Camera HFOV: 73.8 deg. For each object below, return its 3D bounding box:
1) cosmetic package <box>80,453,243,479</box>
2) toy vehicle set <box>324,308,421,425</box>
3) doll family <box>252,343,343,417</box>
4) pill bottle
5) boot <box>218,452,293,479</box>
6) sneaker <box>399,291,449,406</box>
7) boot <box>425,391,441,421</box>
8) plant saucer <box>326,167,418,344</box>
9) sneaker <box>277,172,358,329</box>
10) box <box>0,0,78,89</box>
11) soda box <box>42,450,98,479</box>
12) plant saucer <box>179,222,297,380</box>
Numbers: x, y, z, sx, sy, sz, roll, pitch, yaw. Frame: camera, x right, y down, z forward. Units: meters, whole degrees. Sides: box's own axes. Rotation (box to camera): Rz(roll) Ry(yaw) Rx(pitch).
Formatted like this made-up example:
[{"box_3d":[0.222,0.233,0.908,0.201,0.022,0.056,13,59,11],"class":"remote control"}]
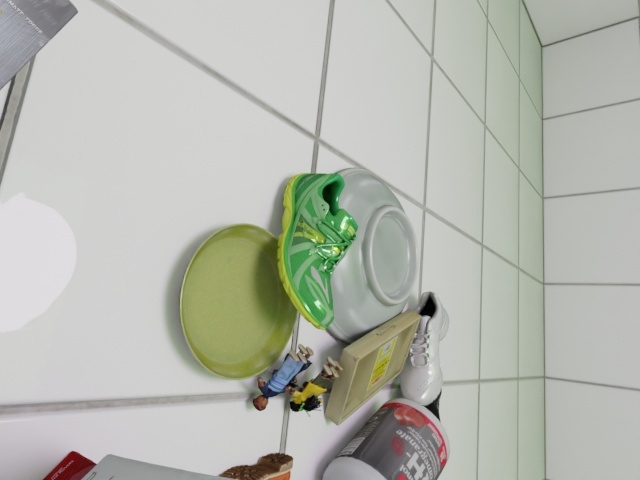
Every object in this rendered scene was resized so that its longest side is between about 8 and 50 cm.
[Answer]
[{"box_3d":[-0.143,0.397,0.224,0.328,0.329,0.393,56,46,-7],"class":"cosmetic package"},{"box_3d":[0.119,0.260,0.909,0.266,0.035,0.166,-14,124,-50],"class":"toy vehicle set"},{"box_3d":[-0.040,0.247,0.732,0.111,0.076,0.193,-47,125,7],"class":"doll family"},{"box_3d":[0.113,0.466,0.828,0.318,0.176,0.177,-24,105,-49],"class":"pill bottle"},{"box_3d":[-0.104,0.396,0.665,0.157,0.059,0.085,16,79,-50],"class":"boot"},{"box_3d":[0.248,0.259,1.058,0.129,0.110,0.297,63,35,-42],"class":"sneaker"},{"box_3d":[0.246,0.463,1.071,0.236,0.085,0.179,-55,155,-68],"class":"boot"},{"box_3d":[0.126,0.033,0.943,0.400,0.100,0.401,7,81,-51],"class":"plant saucer"},{"box_3d":[0.000,0.000,0.722,0.109,0.123,0.296,43,39,-55],"class":"sneaker"},{"box_3d":[-0.306,-0.105,0.318,0.056,0.230,0.183,47,54,-42],"class":"box"},{"box_3d":[-0.305,0.345,0.398,0.263,0.083,0.092,-47,120,-42],"class":"soda box"},{"box_3d":[-0.127,0.094,0.675,0.240,0.037,0.241,5,84,-51],"class":"plant saucer"}]
